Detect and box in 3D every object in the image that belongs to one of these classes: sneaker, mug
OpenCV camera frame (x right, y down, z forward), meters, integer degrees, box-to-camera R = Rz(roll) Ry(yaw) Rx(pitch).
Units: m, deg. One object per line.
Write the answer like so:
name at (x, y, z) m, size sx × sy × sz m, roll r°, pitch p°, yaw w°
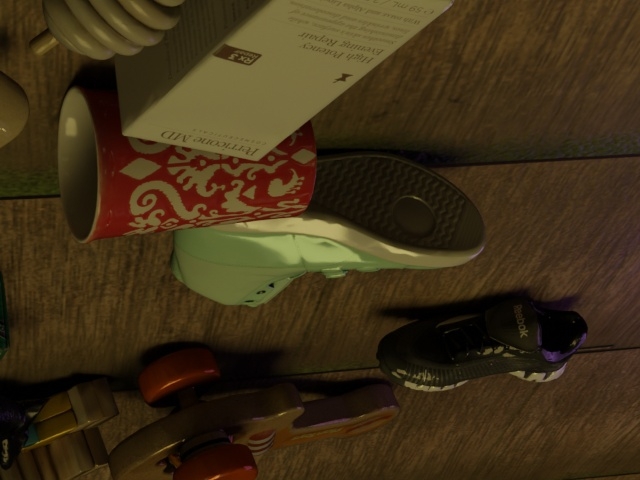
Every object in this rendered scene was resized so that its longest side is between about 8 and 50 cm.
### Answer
sneaker at (0.170, 0.098, 1.800) m, size 0.234 × 0.078 × 0.106 m, roll 0°, pitch 152°, yaw -28°
sneaker at (0.000, 0.000, 1.486) m, size 0.256 × 0.094 × 0.151 m, roll 8°, pitch 147°, yaw -12°
mug at (-0.103, -0.068, 1.326) m, size 0.169 × 0.150 × 0.113 m, roll -4°, pitch 120°, yaw -22°

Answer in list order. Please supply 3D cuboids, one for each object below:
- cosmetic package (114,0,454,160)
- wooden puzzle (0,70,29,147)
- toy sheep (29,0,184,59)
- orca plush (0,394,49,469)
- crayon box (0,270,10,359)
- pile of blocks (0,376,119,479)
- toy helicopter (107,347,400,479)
cosmetic package at (-0.030, -0.142, 1.174) m, size 0.117 × 0.085 × 0.231 m, roll 9°, pitch 150°, yaw -34°
wooden puzzle at (-0.344, -0.067, 1.167) m, size 0.238 × 0.044 × 0.221 m, roll -35°, pitch 137°, yaw 18°
toy sheep at (-0.128, -0.154, 1.113) m, size 0.132 × 0.091 × 0.091 m, roll -39°, pitch 147°, yaw 17°
orca plush at (-0.365, 0.179, 1.550) m, size 0.151 × 0.102 × 0.287 m, roll -21°, pitch 154°, yaw 26°
crayon box at (-0.428, 0.088, 1.553) m, size 0.278 × 0.081 × 0.165 m, roll 3°, pitch 154°, yaw -25°
pile of blocks at (-0.370, 0.257, 1.829) m, size 0.362 × 0.113 × 0.149 m, roll -23°, pitch 170°, yaw 6°
toy helicopter at (-0.069, 0.214, 1.917) m, size 0.355 × 0.140 × 0.235 m, roll -6°, pitch 153°, yaw -38°
